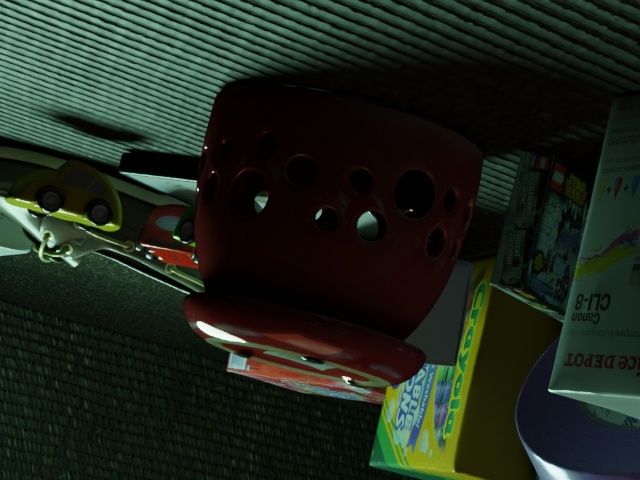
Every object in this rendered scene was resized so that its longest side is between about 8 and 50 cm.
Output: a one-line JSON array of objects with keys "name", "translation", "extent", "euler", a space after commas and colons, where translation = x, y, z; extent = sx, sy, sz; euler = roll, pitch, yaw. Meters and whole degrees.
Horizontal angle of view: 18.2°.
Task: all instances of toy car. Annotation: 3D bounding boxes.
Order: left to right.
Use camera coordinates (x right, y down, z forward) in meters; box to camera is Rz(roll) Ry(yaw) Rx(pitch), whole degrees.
[{"name": "toy car", "translation": [-0.116, -0.019, 1.682], "extent": [0.225, 0.053, 0.239], "euler": [6, 169, 41]}]

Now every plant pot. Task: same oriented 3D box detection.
[{"name": "plant pot", "translation": [0.000, 0.000, 1.357], "extent": [0.191, 0.174, 0.191], "euler": [15, 171, 2]}]

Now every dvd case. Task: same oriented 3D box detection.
[{"name": "dvd case", "translation": [-0.023, -0.032, 1.705], "extent": [0.253, 0.022, 0.180], "euler": [8, 171, 34]}]

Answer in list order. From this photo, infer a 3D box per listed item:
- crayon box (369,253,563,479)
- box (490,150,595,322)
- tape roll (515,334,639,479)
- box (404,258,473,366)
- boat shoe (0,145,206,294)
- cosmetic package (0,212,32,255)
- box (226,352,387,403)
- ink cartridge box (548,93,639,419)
[{"name": "crayon box", "translation": [0.147, 0.124, 1.865], "extent": [0.083, 0.203, 0.323], "euler": [16, 171, -14]}, {"name": "box", "translation": [0.164, 0.002, 1.370], "extent": [0.027, 0.094, 0.137], "euler": [9, 172, 31]}, {"name": "tape roll", "translation": [0.267, 0.099, 1.279], "extent": [0.274, 0.275, 0.090], "euler": [2, 125, 53]}, {"name": "box", "translation": [0.047, 0.051, 1.789], "extent": [0.113, 0.094, 0.275], "euler": [9, 180, -9]}, {"name": "boat shoe", "translation": [-0.215, -0.017, 1.867], "extent": [0.305, 0.091, 0.109], "euler": [16, 172, -20]}, {"name": "cosmetic package", "translation": [-0.369, -0.035, 2.032], "extent": [0.117, 0.086, 0.231], "euler": [17, 170, -21]}, {"name": "box", "translation": [0.024, 0.107, 2.211], "extent": [0.122, 0.128, 0.257], "euler": [19, 170, -35]}, {"name": "ink cartridge box", "translation": [0.224, 0.018, 1.086], "extent": [0.127, 0.176, 0.128], "euler": [17, 171, -26]}]
